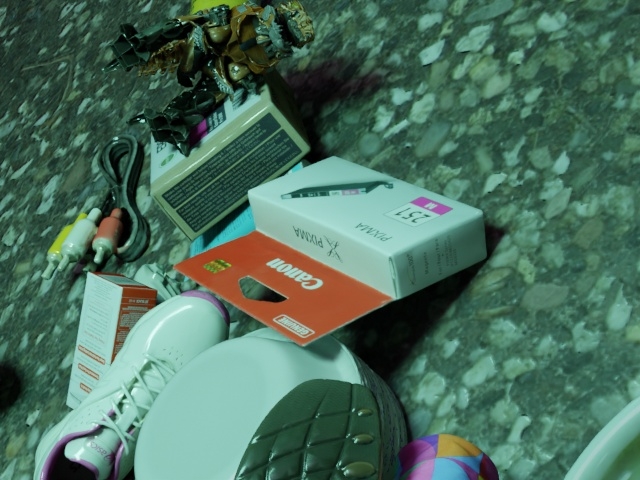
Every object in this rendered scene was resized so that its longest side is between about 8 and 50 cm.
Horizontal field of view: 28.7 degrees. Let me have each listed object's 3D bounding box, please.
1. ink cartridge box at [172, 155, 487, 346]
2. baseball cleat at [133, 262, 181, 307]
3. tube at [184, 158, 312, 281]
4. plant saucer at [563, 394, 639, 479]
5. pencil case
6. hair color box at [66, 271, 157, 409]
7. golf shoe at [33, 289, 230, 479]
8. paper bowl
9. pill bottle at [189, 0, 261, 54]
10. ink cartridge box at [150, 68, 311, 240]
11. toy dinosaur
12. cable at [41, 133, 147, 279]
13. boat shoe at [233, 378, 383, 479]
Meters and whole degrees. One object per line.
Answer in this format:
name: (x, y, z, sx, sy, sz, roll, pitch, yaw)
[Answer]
ink cartridge box: (0.000, 0.000, 1.348, 0.239, 0.060, 0.275, -23, 28, -28)
baseball cleat: (-0.192, 0.114, 1.516, 0.109, 0.072, 0.206, -54, 33, 14)
tube: (-0.088, -0.025, 1.553, 0.207, 0.052, 0.080, -33, 22, 20)
plant saucer: (0.337, 0.252, 0.856, 0.401, 0.100, 0.400, -25, 41, 24)
pencil case: (0.086, 0.261, 1.024, 0.104, 0.104, 0.236, -23, 19, 26)
hair color box: (-0.248, 0.128, 1.486, 0.093, 0.053, 0.167, 18, 98, 52)
golf shoe: (-0.205, 0.189, 1.364, 0.306, 0.115, 0.140, -51, 8, 11)
paper bowl: (-0.069, 0.209, 1.235, 0.284, 0.148, 0.284, -26, 42, 25)
pill bottle: (-0.140, -0.336, 1.845, 0.103, 0.103, 0.184, -24, 42, 25)
ink cartridge box: (-0.121, -0.128, 1.607, 0.193, 0.088, 0.234, -36, 25, 9)
toy dinosaur: (-0.141, -0.223, 1.569, 0.218, 0.164, 0.322, -37, 1, -32)
cable: (-0.293, -0.061, 1.755, 0.140, 0.072, 0.287, -13, 47, 27)
boat shoe: (-0.020, 0.277, 1.050, 0.123, 0.120, 0.324, 9, 62, 13)
